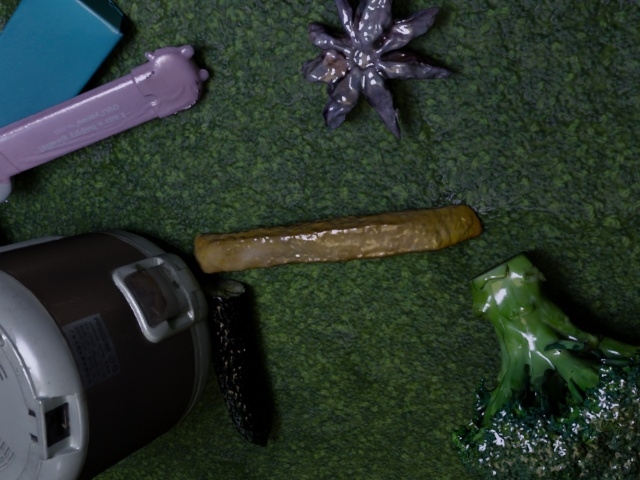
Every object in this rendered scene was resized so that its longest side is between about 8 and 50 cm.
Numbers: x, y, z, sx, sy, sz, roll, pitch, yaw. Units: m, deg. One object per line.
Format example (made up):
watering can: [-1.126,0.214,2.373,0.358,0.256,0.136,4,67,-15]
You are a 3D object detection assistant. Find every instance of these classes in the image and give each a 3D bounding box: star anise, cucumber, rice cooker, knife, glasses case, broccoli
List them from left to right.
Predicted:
glasses case: [-0.378,-0.211,0.905,0.117,0.070,0.301,38,119,-23]
knife: [-0.325,-0.147,0.891,0.398,0.038,0.132,-19,141,11]
rice cooker: [-0.332,0.148,0.925,0.335,0.325,0.335,7,105,30]
cucumber: [-0.122,0.195,1.028,0.072,0.072,0.300,-1,115,16]
star anise: [0.059,-0.207,0.783,0.180,0.061,0.204,43,119,-7]
broccoli: [0.266,0.162,0.796,0.297,0.297,0.297,-34,78,27]

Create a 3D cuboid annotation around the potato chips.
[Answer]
potato chips: [0.000,0.000,0.897,0.407,0.080,0.057,-6,103,18]
